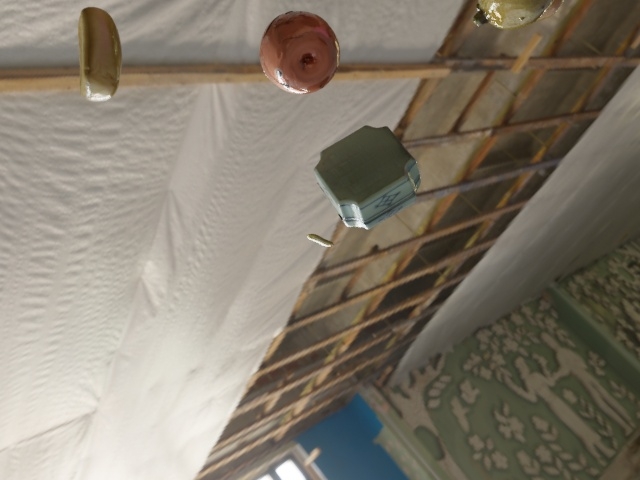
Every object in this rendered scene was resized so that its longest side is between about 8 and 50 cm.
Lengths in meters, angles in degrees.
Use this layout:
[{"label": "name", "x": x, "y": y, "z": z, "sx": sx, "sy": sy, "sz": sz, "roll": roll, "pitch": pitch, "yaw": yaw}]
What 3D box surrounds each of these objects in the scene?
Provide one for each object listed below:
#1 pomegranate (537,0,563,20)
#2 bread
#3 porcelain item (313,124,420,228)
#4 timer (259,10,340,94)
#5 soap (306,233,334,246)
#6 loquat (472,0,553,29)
[{"label": "pomegranate", "x": 0.639, "y": -0.751, "z": 1.976, "sx": 0.191, "sy": 0.191, "sz": 0.191, "roll": -35, "pitch": -23, "yaw": -17}, {"label": "bread", "x": -0.525, "y": -0.440, "z": 1.574, "sx": 0.098, "sy": 0.217, "sz": 0.147, "roll": 1, "pitch": -7, "yaw": -29}, {"label": "porcelain item", "x": 0.146, "y": -0.194, "z": 2.051, "sx": 0.286, "sy": 0.281, "sz": 0.157, "roll": -32, "pitch": -35, "yaw": -3}, {"label": "timer", "x": -0.059, "y": -0.533, "z": 1.878, "sx": 0.230, "sy": 0.215, "sz": 0.229, "roll": -10, "pitch": -61, "yaw": -19}, {"label": "soap", "x": 0.000, "y": 0.000, "z": 1.740, "sx": 0.034, "sy": 0.012, "sz": 0.089, "roll": -12, "pitch": -27, "yaw": 43}, {"label": "loquat", "x": 0.423, "y": -0.542, "z": 1.451, "sx": 0.204, "sy": 0.149, "sz": 0.172, "roll": -33, "pitch": -12, "yaw": 17}]
